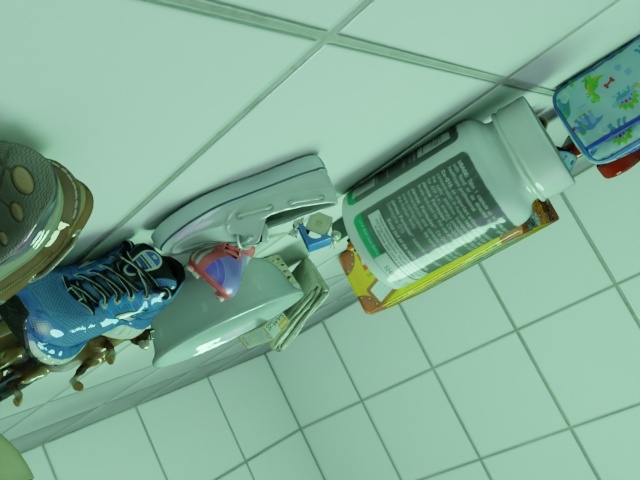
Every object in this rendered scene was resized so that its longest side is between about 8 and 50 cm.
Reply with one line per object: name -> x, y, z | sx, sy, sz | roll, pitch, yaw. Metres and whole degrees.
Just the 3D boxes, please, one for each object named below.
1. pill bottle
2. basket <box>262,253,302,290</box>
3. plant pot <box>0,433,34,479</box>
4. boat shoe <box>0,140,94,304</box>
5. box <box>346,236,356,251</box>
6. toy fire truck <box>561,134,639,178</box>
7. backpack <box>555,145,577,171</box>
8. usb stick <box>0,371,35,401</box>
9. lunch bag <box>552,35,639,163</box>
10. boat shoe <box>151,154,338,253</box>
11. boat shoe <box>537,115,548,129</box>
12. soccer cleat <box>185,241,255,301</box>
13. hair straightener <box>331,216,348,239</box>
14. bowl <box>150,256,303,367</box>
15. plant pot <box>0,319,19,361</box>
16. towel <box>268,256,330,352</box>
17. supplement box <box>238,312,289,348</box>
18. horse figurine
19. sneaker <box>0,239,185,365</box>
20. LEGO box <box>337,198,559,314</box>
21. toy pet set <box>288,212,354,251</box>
pill bottle -> 0.234, -0.080, 1.148 | 0.361, 0.204, 0.204 | -31, 169, 23
basket -> -0.139, 0.112, 1.442 | 0.113, 0.103, 0.167 | -18, 167, -41
plant pot -> -0.800, 0.497, 1.429 | 0.284, 0.191, 0.284 | -26, 169, -5
boat shoe -> -0.330, 0.036, 0.562 | 0.324, 0.123, 0.116 | -27, 172, 11
box -> 0.160, -0.054, 1.462 | 0.207, 0.036, 0.114 | -31, -171, 22
toy fire truck -> 0.676, -0.287, 1.424 | 0.302, 0.169, 0.254 | -36, -175, 43
backpack -> 0.463, -0.152, 1.439 | 0.173, 0.117, 0.158 | 8, 175, 11
usb stick -> -0.513, 0.229, 1.069 | 0.278, 0.045, 0.077 | -30, 162, 16
lunch bag -> 0.556, -0.250, 1.198 | 0.219, 0.176, 0.090 | -30, 169, 22
boat shoe -> -0.097, -0.032, 0.891 | 0.258, 0.084, 0.095 | -26, 170, -9
boat shoe -> 0.404, -0.219, 1.309 | 0.059, 0.063, 0.170 | -39, 173, 40
soccer cleat -> -0.138, 0.023, 0.976 | 0.095, 0.083, 0.248 | -44, -171, -1
hair straightener -> 0.102, -0.059, 1.342 | 0.089, 0.047, 0.230 | -15, 170, -47
bowl -> -0.191, 0.107, 1.202 | 0.297, 0.134, 0.298 | -27, 169, -5
plant pot -> -0.459, 0.149, 1.026 | 0.236, 0.032, 0.236 | -25, 169, -5
towel -> -0.062, 0.144, 1.521 | 0.187, 0.049, 0.282 | -51, -167, 5
supplement box -> -0.119, 0.184, 1.371 | 0.098, 0.036, 0.062 | -27, -166, 43
horse figurine -> -0.379, 0.174, 0.944 | 0.263, 0.066, 0.174 | -14, -165, -6
sneaker -> -0.278, 0.057, 0.844 | 0.147, 0.130, 0.330 | -39, 174, 11
LEGO box -> 0.360, -0.008, 1.842 | 0.500, 0.193, 0.372 | -33, 168, 32
toy pet set -> 0.000, 0.000, 1.173 | 0.114, 0.122, 0.065 | 93, 19, -73
